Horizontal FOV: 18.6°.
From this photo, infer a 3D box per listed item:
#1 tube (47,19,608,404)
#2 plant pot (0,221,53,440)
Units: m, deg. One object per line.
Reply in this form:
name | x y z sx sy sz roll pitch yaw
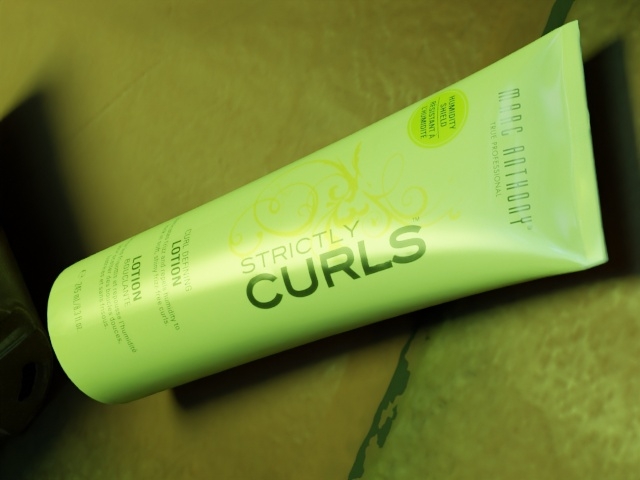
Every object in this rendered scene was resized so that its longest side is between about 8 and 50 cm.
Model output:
tube | 0.000 0.000 0.724 0.240 0.062 0.070 -21 101 35
plant pot | -0.205 0.016 0.868 0.167 0.167 0.165 -49 54 21
